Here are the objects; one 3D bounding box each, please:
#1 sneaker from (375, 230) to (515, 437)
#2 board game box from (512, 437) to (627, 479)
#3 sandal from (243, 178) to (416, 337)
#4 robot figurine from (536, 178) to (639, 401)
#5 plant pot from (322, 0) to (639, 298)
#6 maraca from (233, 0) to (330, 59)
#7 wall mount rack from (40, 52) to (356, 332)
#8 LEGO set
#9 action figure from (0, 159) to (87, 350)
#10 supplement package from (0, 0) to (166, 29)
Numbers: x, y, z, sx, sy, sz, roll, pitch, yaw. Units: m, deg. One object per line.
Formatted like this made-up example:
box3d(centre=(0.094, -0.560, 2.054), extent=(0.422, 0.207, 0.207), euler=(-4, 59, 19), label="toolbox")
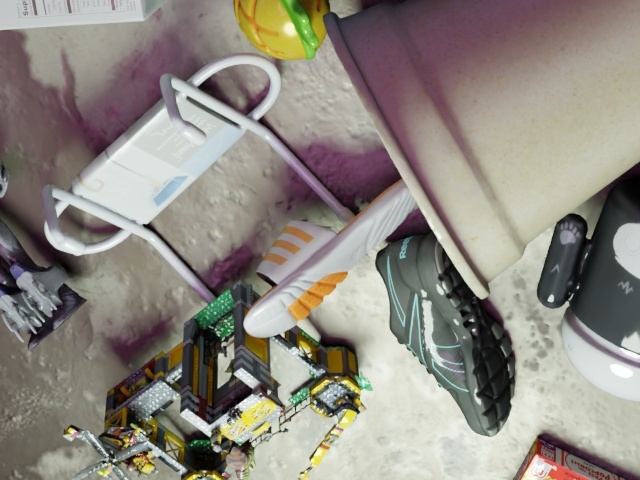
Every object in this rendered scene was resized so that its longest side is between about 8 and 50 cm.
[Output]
box3d(centre=(0.148, 0.108, 1.763), extent=(0.106, 0.101, 0.267), euler=(-7, 112, 36), label="sneaker")
box3d(centre=(0.285, 0.354, 1.846), extent=(0.147, 0.045, 0.193), euler=(25, 113, 0), label="board game box")
box3d(centre=(0.001, 0.004, 1.696), extent=(0.265, 0.102, 0.076), euler=(-41, 69, -17), label="sandal")
box3d(centre=(0.368, 0.040, 1.645), extent=(0.209, 0.174, 0.278), euler=(30, 116, 29), label="robot figurine")
box3d(centre=(0.215, -0.158, 1.535), extent=(0.305, 0.334, 0.333), euler=(-29, 104, 8), label="plant pot")
box3d(centre=(-0.038, -0.248, 1.599), extent=(0.099, 0.186, 0.127), euler=(-34, 98, -4), label="maraca")
box3d(centre=(-0.136, -0.040, 1.731), extent=(0.350, 0.130, 0.304), euler=(-40, 138, 22), label="wall mount rack")
box3d(centre=(-0.109, 0.224, 1.756), extent=(0.331, 0.192, 0.255), euler=(-30, 121, 17), label="LEGO set")
box3d(centre=(-0.404, -0.004, 1.801), extent=(0.285, 0.099, 0.185), euler=(48, 123, -5), label="action figure")
box3d(centre=(-0.298, -0.339, 1.594), extent=(0.263, 0.199, 0.198), euler=(-2, 111, 11), label="supplement package")
